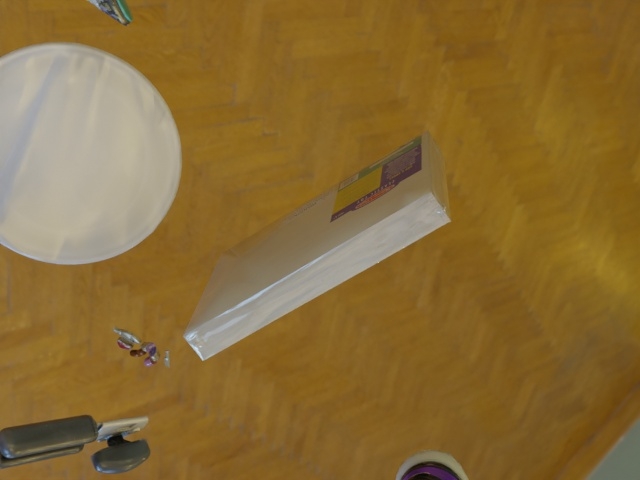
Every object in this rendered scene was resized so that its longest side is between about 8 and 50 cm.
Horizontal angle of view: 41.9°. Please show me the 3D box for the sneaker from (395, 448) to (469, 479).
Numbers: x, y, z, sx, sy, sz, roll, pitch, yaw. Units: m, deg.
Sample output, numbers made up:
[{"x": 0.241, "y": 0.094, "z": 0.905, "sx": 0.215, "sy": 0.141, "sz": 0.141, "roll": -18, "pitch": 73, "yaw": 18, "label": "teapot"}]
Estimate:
[{"x": 0.158, "y": 0.370, "z": 0.853, "sx": 0.102, "sy": 0.293, "sz": 0.146, "roll": -30, "pitch": 180, "yaw": 7, "label": "sneaker"}]

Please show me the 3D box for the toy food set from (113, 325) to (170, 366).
[{"x": -0.356, "y": 0.218, "z": 1.645, "sx": 0.077, "sy": 0.122, "sz": 0.019, "roll": 98, "pitch": 17, "yaw": -48, "label": "toy food set"}]

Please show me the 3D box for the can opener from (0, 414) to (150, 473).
[{"x": -0.377, "y": 0.326, "z": 1.304, "sx": 0.076, "sy": 0.095, "sz": 0.283, "roll": -39, "pitch": 157, "yaw": 27, "label": "can opener"}]

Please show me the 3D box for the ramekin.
[{"x": -0.318, "y": -0.112, "z": 1.059, "sx": 0.273, "sy": 0.127, "sz": 0.272, "roll": -3, "pitch": 102, "yaw": -16, "label": "ramekin"}]

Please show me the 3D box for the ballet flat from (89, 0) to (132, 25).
[{"x": -0.203, "y": -0.239, "z": 0.751, "sx": 0.041, "sy": 0.114, "sz": 0.041, "roll": -20, "pitch": 173, "yaw": -3, "label": "ballet flat"}]

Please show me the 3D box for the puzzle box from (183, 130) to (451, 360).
[{"x": 0.000, "y": 0.000, "z": 1.221, "sx": 0.409, "sy": 0.272, "sz": 0.052, "roll": -30, "pitch": 108, "yaw": 19, "label": "puzzle box"}]
